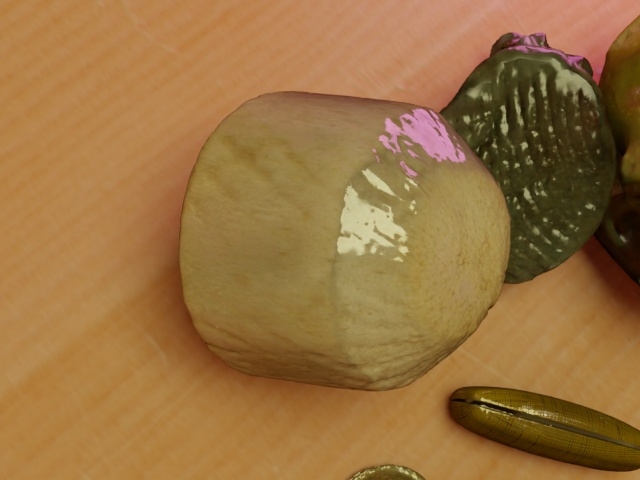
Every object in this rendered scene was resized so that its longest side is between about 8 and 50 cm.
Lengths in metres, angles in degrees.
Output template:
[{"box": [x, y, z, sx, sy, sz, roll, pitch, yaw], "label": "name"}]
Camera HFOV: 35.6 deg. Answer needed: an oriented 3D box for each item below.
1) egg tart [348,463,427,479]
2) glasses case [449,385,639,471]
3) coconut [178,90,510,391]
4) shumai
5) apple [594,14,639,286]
[{"box": [0.072, 0.291, 1.012, 0.129, 0.049, 0.128, 5, 74, -18], "label": "egg tart"}, {"box": [0.253, 0.205, 1.083, 0.234, 0.079, 0.064, 17, 79, -16], "label": "glasses case"}, {"box": [0.000, 0.000, 0.939, 0.329, 0.329, 0.328, 5, 75, -19], "label": "coconut"}, {"box": [0.217, -0.095, 1.130, 0.222, 0.203, 0.271, 32, 104, -3], "label": "shumai"}, {"box": [0.461, -0.087, 1.116, 0.384, 0.374, 0.374, 37, 64, 24], "label": "apple"}]
